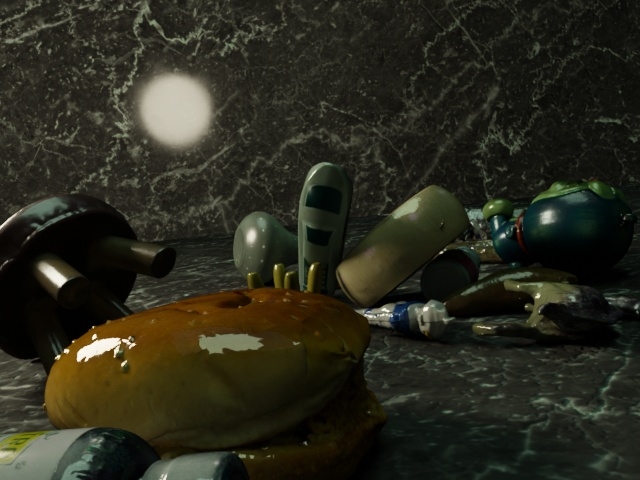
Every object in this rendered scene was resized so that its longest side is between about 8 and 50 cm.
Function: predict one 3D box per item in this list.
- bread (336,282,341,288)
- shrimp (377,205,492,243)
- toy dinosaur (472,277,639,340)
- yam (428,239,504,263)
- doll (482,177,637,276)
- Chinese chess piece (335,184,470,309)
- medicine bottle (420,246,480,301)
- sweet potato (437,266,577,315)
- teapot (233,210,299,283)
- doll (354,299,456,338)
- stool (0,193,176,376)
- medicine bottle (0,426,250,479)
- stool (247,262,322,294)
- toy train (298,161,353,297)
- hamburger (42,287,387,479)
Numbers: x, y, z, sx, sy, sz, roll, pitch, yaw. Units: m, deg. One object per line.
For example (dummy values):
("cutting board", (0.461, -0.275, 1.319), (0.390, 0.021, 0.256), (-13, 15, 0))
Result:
("bread", (0.026, 0.100, 1.419), (0.139, 0.084, 0.074), (23, -4, -19))
("shrimp", (0.310, -0.028, 1.674), (0.371, 0.137, 0.172), (-2, 12, 31))
("toy dinosaur", (0.347, 0.094, 0.884), (0.294, 0.077, 0.162), (-12, 9, -39))
("yam", (0.378, 0.026, 1.479), (0.273, 0.061, 0.061), (-4, 7, 34))
("doll", (0.481, -0.018, 1.249), (0.198, 0.186, 0.322), (11, -15, -25))
("Chinese chess piece", (0.150, 0.013, 1.142), (0.273, 0.102, 0.273), (-38, -8, -7))
("medicine bottle", (0.255, 0.061, 1.185), (0.090, 0.091, 0.216), (-4, 7, 23))
("sweet potato", (0.307, 0.082, 1.035), (0.243, 0.077, 0.077), (-5, 7, 5))
("teapot", (-0.088, 0.022, 1.583), (0.250, 0.184, 0.183), (2, 3, -22))
("doll", (0.133, 0.122, 0.974), (0.113, 0.057, 0.227), (-3, -4, -22))
("stool", (-0.355, 0.081, 0.937), (0.178, 0.272, 0.272), (28, 25, 29))
("medicine bottle", (-0.190, 0.189, 0.375), (0.293, 0.142, 0.141), (-5, 7, 6))
("stool", (-0.056, 0.101, 1.091), (0.134, 0.111, 0.135), (-9, 6, -13))
("toy train", (0.000, 0.000, 1.130), (0.086, 0.088, 0.407), (15, -25, 5))
("hamburger", (-0.100, 0.139, 0.605), (0.314, 0.170, 0.290), (-7, 0, 13))
